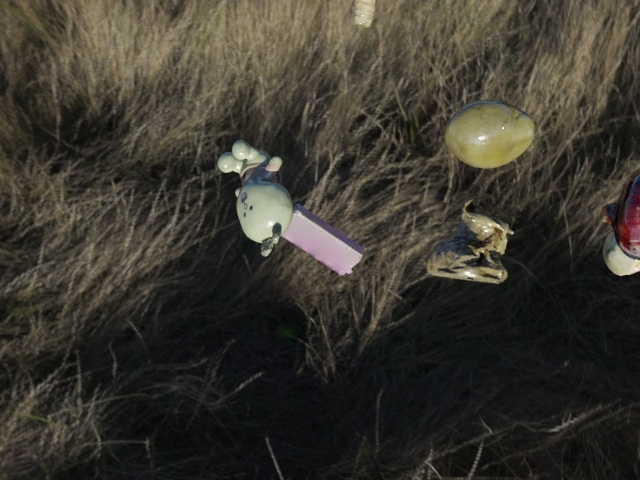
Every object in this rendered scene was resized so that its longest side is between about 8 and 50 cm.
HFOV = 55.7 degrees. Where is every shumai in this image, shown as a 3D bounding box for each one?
[{"bbox_3d":[0.477,0.002,1.983,0.266,0.314,0.263,9,86,-7],"label":"shumai"}]

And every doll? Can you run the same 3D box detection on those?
[{"bbox_3d":[-0.125,-0.097,1.318,0.155,0.113,0.275,-42,61,34],"label":"doll"}]

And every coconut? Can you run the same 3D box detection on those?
[{"bbox_3d":[0.773,0.026,1.522,0.122,0.116,0.116,-7,45,-24],"label":"coconut"}]

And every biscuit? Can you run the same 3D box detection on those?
[{"bbox_3d":[0.115,-0.642,1.494,0.055,0.061,0.219,16,109,32],"label":"biscuit"}]

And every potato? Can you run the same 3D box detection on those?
[{"bbox_3d":[0.440,-0.277,1.575,0.235,0.178,0.160,-6,69,1],"label":"potato"}]

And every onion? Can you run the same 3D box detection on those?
[{"bbox_3d":[0.672,-0.057,1.271,0.151,0.098,0.206,4,100,27],"label":"onion"}]

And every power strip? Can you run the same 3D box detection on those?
[{"bbox_3d":[0.000,0.000,1.779,0.109,0.279,0.037,-43,23,33],"label":"power strip"}]
